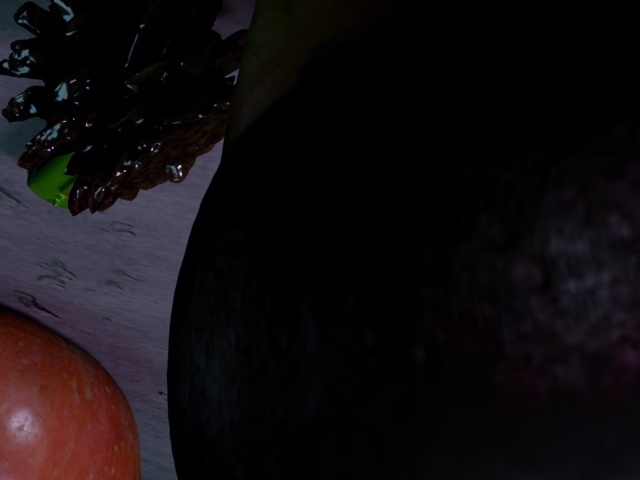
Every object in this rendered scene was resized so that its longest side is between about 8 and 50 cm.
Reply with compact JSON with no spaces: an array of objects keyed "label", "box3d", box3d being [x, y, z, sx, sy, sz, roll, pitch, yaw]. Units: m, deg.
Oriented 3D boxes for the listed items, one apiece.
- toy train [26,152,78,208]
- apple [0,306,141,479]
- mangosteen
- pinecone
[{"label":"toy train","box3d":[-0.145,-0.052,1.244,0.044,0.042,0.209,26,158,-17]},{"label":"apple","box3d":[-0.324,0.200,1.692,0.348,0.277,0.348,16,159,6]},{"label":"mangosteen","box3d":[0.134,-0.007,0.672,0.382,0.435,0.382,-1,171,0]},{"label":"pinecone","box3d":[-0.102,-0.084,1.020,0.121,0.140,0.140,51,160,8]}]
